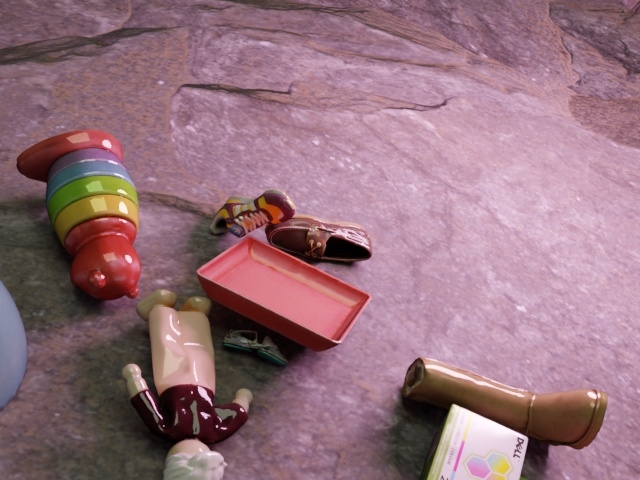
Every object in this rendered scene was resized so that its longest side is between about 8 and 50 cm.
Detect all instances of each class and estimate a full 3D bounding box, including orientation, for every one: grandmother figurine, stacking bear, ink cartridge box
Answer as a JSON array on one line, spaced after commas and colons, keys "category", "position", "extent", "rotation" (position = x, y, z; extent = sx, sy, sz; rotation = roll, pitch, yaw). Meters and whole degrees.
[{"category": "grandmother figurine", "position": [-0.198, 0.237, 1.321], "extent": [0.208, 0.104, 0.342], "rotation": [7, 46, -19]}, {"category": "stacking bear", "position": [-0.382, -0.029, 1.490], "extent": [0.175, 0.164, 0.289], "rotation": [36, 28, -58]}, {"category": "ink cartridge box", "position": [0.280, 0.389, 1.328], "extent": [0.255, 0.097, 0.189], "rotation": [23, 42, 6]}]

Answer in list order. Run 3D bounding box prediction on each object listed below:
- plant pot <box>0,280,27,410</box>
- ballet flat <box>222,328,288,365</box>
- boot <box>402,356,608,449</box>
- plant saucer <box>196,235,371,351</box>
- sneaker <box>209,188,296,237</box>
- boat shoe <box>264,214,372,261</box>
[{"category": "plant pot", "position": [-0.564, 0.111, 1.246], "extent": [0.290, 0.195, 0.290], "rotation": [10, 43, -10]}, {"category": "ballet flat", "position": [-0.104, 0.173, 1.457], "extent": [0.114, 0.041, 0.041], "rotation": [18, 42, 1]}, {"category": "boot", "position": [0.283, 0.252, 1.395], "extent": [0.269, 0.236, 0.089], "rotation": [20, 65, -3]}, {"category": "plant saucer", "position": [-0.060, 0.094, 1.501], "extent": [0.258, 0.048, 0.259], "rotation": [26, 18, 8]}, {"category": "sneaker", "position": [-0.123, -0.040, 1.608], "extent": [0.069, 0.185, 0.084], "rotation": [54, 53, -25]}, {"category": "boat shoe", "position": [0.000, 0.000, 1.657], "extent": [0.207, 0.073, 0.073], "rotation": [3, 41, -17]}]
